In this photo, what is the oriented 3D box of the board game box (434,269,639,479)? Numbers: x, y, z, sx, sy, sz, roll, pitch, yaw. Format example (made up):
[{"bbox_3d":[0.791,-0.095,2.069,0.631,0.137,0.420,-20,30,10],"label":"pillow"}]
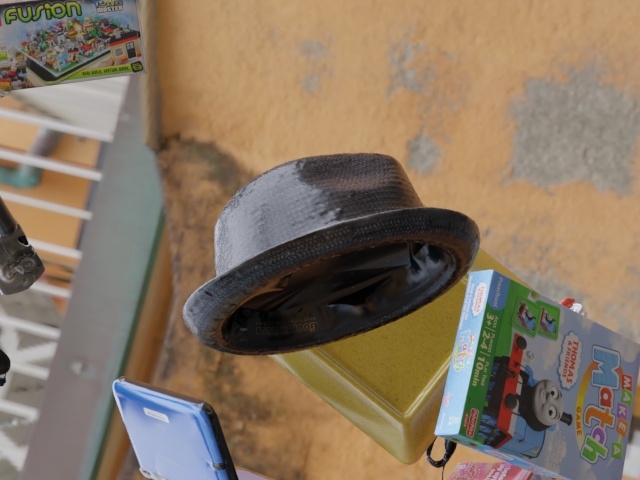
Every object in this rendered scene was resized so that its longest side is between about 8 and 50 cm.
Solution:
[{"bbox_3d":[0.214,0.140,1.107,0.039,0.211,0.160,-14,56,54],"label":"board game box"}]

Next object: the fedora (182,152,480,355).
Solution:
[{"bbox_3d":[0.000,0.000,1.279,0.334,0.333,0.153,76,177,-66],"label":"fedora"}]

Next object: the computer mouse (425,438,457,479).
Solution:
[{"bbox_3d":[0.214,0.427,1.982,0.041,0.071,0.242,107,164,-76],"label":"computer mouse"}]

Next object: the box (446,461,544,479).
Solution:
[{"bbox_3d":[0.219,0.464,1.645,0.300,0.142,0.154,-46,-63,-45],"label":"box"}]

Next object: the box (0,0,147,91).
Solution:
[{"bbox_3d":[-0.337,-0.263,1.513,0.036,0.206,0.114,-126,28,-68],"label":"box"}]

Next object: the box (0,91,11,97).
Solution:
[{"bbox_3d":[-0.652,-0.256,1.889,0.094,0.275,0.113,55,-162,-62],"label":"box"}]

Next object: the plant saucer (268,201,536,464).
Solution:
[{"bbox_3d":[0.107,0.113,1.733,0.333,0.332,0.081,-52,-5,-1],"label":"plant saucer"}]

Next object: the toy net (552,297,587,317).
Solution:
[{"bbox_3d":[0.449,0.137,2.208,0.232,0.045,0.122,0,-43,-50],"label":"toy net"}]

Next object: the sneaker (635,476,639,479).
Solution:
[{"bbox_3d":[0.596,0.390,1.836,0.313,0.116,0.136,-24,-48,-21],"label":"sneaker"}]

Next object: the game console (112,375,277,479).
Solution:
[{"bbox_3d":[-0.151,0.308,1.762,0.173,0.293,0.250,-26,-72,-33],"label":"game console"}]

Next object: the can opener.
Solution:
[{"bbox_3d":[-0.484,-0.035,1.666,0.076,0.095,0.283,-31,-46,-13],"label":"can opener"}]

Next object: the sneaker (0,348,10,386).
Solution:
[{"bbox_3d":[-0.544,0.172,1.800,0.170,0.089,0.051,50,-131,-20],"label":"sneaker"}]
